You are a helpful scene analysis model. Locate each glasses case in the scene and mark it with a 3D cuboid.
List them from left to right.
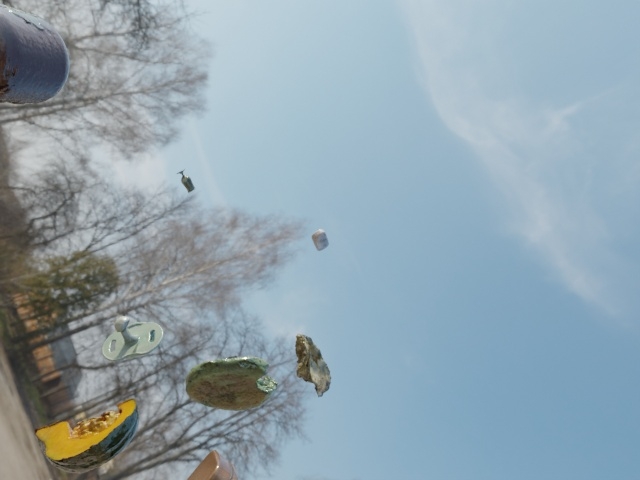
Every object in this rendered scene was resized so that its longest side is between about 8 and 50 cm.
[{"bbox_3d":[0.000,0.000,1.119,0.021,0.032,0.083,53,-8,24],"label":"glasses case"}]

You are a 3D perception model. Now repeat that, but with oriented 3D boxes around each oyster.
[{"bbox_3d":[-0.025,0.334,1.349,0.056,0.105,0.177,-22,-84,31],"label":"oyster"}]

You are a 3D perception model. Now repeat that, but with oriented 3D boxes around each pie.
[{"bbox_3d":[-0.294,0.473,1.644,0.067,0.302,0.303,-95,-167,-47],"label":"pie"}]

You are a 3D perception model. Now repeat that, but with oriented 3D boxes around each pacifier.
[{"bbox_3d":[-0.470,0.229,1.233,0.127,0.150,0.117,-100,179,-55],"label":"pacifier"}]

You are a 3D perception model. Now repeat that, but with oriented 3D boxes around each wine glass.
[{"bbox_3d":[-0.482,-0.211,1.791,0.039,0.042,0.083,-20,-75,24],"label":"wine glass"}]

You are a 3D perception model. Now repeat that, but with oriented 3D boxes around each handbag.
[{"bbox_3d":[-0.269,0.575,1.110,0.072,0.193,0.151,46,-22,-8],"label":"handbag"}]

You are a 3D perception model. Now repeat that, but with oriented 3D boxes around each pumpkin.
[{"bbox_3d":[-0.512,0.454,1.064,0.163,0.278,0.111,-78,149,-77],"label":"pumpkin"}]

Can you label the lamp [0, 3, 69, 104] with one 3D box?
[{"bbox_3d":[-0.587,-0.342,0.918,0.180,0.258,0.180,3,-78,14],"label":"lamp"}]
